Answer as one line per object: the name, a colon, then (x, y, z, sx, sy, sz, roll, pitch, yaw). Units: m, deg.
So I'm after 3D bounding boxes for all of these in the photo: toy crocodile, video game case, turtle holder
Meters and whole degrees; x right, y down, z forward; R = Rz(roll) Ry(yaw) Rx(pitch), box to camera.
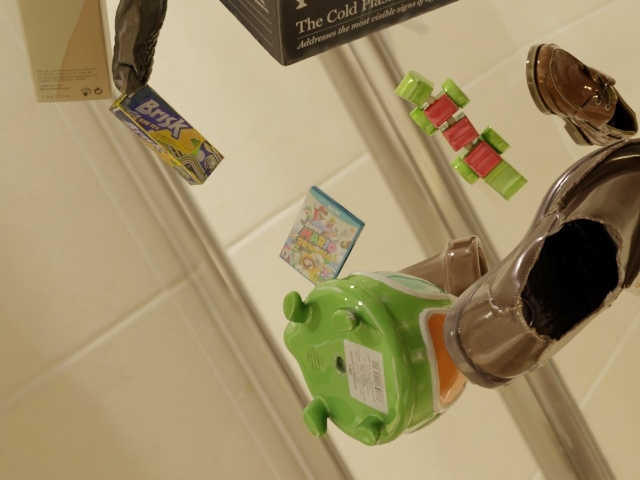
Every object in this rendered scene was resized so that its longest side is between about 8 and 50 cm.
toy crocodile: (0.285, -0.212, 1.779, 0.115, 0.340, 0.105, -41, 13, 14)
video game case: (0.000, 0.000, 1.586, 0.015, 0.119, 0.166, -29, -28, -52)
turtle holder: (0.081, 0.165, 1.286, 0.227, 0.243, 0.320, -16, -14, -31)

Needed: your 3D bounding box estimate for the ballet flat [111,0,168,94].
ballet flat: (-0.222, -0.256, 1.079, 0.049, 0.057, 0.173, -77, 11, -49)

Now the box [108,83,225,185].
box: (-0.225, -0.157, 1.297, 0.059, 0.169, 0.054, -53, 22, -17)

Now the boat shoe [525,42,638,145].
boat shoe: (0.436, -0.243, 1.451, 0.104, 0.111, 0.307, 5, -9, 37)

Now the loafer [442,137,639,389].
loafer: (0.283, 0.014, 0.918, 0.366, 0.134, 0.130, -46, 4, -27)

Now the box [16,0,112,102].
box: (-0.388, -0.376, 1.325, 0.121, 0.311, 0.148, -4, 45, -9)

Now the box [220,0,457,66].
box: (0.059, -0.388, 0.849, 0.343, 0.179, 0.312, -25, -39, -18)

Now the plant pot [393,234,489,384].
plant pot: (0.190, 0.136, 1.568, 0.229, 0.263, 0.263, -10, 13, 15)

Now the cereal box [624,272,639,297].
cereal box: (0.549, 0.034, 1.433, 0.173, 0.240, 0.047, -59, -8, -47)
